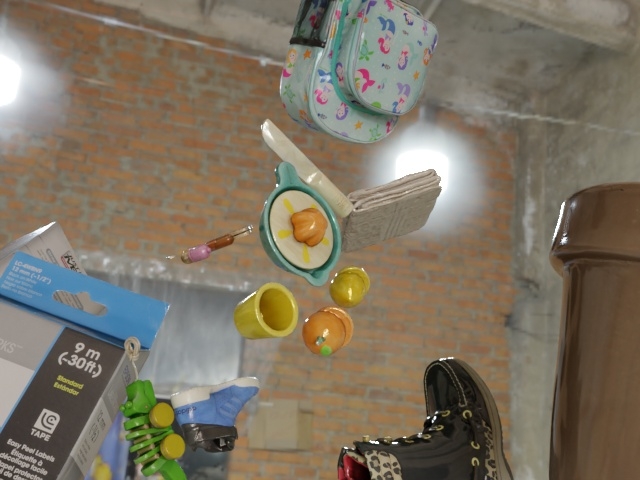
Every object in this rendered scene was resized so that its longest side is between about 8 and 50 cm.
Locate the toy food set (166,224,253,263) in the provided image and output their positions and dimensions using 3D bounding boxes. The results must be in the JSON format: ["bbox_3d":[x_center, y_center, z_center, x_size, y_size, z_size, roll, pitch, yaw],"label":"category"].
[{"bbox_3d":[-0.140,0.008,1.024,0.122,0.019,0.078,-22,4,-14],"label":"toy food set"}]

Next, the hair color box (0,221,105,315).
[{"bbox_3d":[-0.515,0.125,1.293,0.113,0.185,0.374,-21,15,16],"label":"hair color box"}]

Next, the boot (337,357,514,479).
[{"bbox_3d":[0.106,0.216,0.842,0.178,0.237,0.085,13,-48,-23],"label":"boot"}]

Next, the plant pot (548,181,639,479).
[{"bbox_3d":[0.280,0.108,0.600,0.262,0.229,0.263,21,-7,3],"label":"plant pot"}]

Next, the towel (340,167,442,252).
[{"bbox_3d":[0.129,-0.055,1.508,0.187,0.049,0.282,-17,-17,-8],"label":"towel"}]

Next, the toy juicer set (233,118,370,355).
[{"bbox_3d":[0.000,0.000,1.072,0.209,0.329,0.089,26,-34,-34],"label":"toy juicer set"}]

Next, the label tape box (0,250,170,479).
[{"bbox_3d":[-0.376,0.166,0.982,0.249,0.348,0.115,19,-30,6],"label":"label tape box"}]

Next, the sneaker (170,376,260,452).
[{"bbox_3d":[-0.123,0.223,0.988,0.058,0.085,0.152,-22,-13,26],"label":"sneaker"}]

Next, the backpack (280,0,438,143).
[{"bbox_3d":[0.059,-0.287,1.286,0.225,0.254,0.191,14,11,-42],"label":"backpack"}]

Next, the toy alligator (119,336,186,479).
[{"bbox_3d":[-0.207,0.204,0.902,0.056,0.190,0.051,-30,-12,37],"label":"toy alligator"}]
